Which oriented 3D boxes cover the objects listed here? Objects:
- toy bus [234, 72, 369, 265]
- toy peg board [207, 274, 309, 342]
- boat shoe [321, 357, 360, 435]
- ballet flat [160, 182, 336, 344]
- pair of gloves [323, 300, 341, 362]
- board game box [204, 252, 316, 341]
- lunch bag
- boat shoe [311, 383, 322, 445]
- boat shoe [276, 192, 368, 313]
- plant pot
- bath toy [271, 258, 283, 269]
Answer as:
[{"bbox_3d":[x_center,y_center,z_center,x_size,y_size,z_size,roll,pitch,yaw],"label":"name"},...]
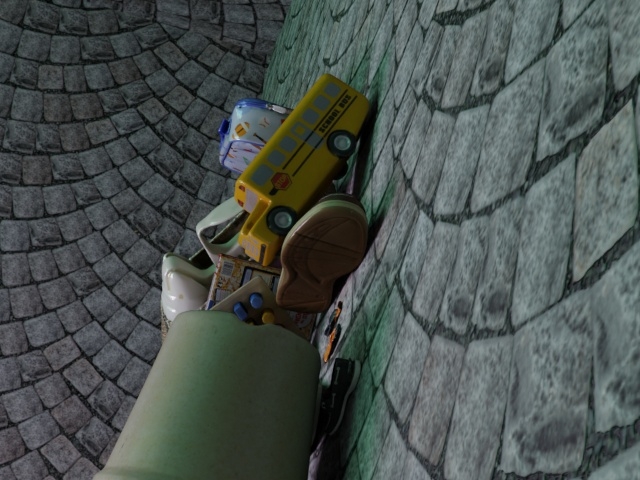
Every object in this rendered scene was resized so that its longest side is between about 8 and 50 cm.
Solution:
[{"bbox_3d":[-0.038,-0.122,1.734,0.332,0.130,0.108,-53,-6,-21],"label":"toy bus"},{"bbox_3d":[-0.121,0.173,1.725,0.161,0.160,0.079,-36,10,-2],"label":"toy peg board"},{"bbox_3d":[0.020,0.216,1.409,0.046,0.038,0.125,-94,21,-59],"label":"boat shoe"},{"bbox_3d":[-0.181,0.029,1.888,0.483,0.182,0.164,-45,45,13],"label":"ballet flat"},{"bbox_3d":[0.018,0.145,1.613,0.083,0.010,0.074,-86,14,-50],"label":"pair of gloves"},{"bbox_3d":[-0.104,0.117,1.802,0.045,0.194,0.146,-159,84,-81],"label":"board game box"},{"bbox_3d":[-0.086,-0.194,2.019,0.303,0.243,0.114,143,140,-76],"label":"lunch bag"},{"bbox_3d":[-0.080,0.284,1.653,0.340,0.113,0.127,147,137,-76],"label":"boat shoe"},{"bbox_3d":[0.000,0.000,1.626,0.342,0.123,0.123,109,170,-60],"label":"boat shoe"},{"bbox_3d":[-0.138,0.273,1.399,0.334,0.334,0.305,129,158,-67],"label":"plant pot"},{"bbox_3d":[-0.086,0.063,2.022,0.129,0.151,0.348,49,-141,-46],"label":"bath toy"}]
